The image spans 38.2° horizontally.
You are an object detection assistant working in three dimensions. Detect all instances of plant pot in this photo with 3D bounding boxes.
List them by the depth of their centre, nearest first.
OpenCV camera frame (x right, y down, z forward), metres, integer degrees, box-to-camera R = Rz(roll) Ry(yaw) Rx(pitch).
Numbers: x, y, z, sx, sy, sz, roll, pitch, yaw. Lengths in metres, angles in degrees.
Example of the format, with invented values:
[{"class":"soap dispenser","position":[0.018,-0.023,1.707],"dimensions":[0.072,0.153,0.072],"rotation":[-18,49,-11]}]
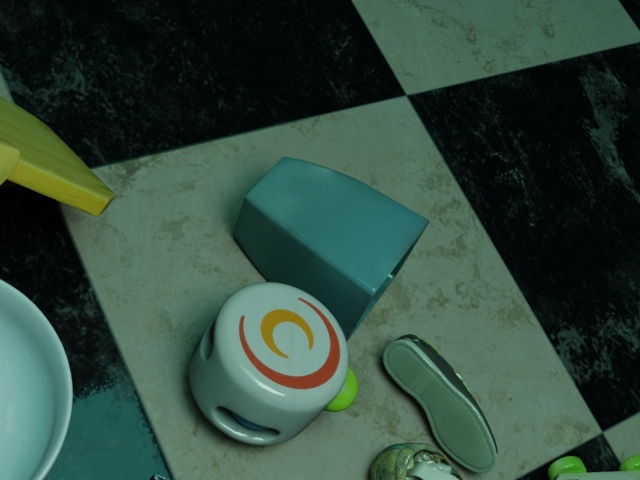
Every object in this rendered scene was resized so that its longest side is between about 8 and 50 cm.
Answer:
[{"class":"plant pot","position":[0.000,0.000,1.355],"dimensions":[0.234,0.165,0.166],"rotation":[34,54,7]}]

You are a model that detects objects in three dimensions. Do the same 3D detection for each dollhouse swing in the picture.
[{"class":"dollhouse swing","position":[-0.499,-0.075,1.153],"dimensions":[0.315,0.305,0.347],"rotation":[-46,52,-6]}]

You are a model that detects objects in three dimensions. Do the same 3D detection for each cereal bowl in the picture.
[{"class":"cereal bowl","position":[-0.463,0.198,1.048],"dimensions":[0.339,0.141,0.339],"rotation":[11,59,-18]}]

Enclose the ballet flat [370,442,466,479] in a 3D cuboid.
[{"class":"ballet flat","position":[0.213,0.405,1.240],"dimensions":[0.348,0.123,0.123],"rotation":[45,55,5]}]

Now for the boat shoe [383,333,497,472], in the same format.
[{"class":"boat shoe","position":[0.185,0.232,1.347],"dimensions":[0.228,0.081,0.068],"rotation":[53,27,8]}]

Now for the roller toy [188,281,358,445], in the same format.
[{"class":"roller toy","position":[-0.073,0.165,1.232],"dimensions":[0.191,0.146,0.209],"rotation":[-13,62,-39]}]

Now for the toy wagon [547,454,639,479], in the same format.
[{"class":"toy wagon","position":[0.483,0.427,1.306],"dimensions":[0.344,0.068,0.267],"rotation":[2,37,-14]}]

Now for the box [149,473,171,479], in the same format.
[{"class":"box","position":[-0.153,0.390,1.111],"dimensions":[0.180,0.077,0.147],"rotation":[25,55,-9]}]
